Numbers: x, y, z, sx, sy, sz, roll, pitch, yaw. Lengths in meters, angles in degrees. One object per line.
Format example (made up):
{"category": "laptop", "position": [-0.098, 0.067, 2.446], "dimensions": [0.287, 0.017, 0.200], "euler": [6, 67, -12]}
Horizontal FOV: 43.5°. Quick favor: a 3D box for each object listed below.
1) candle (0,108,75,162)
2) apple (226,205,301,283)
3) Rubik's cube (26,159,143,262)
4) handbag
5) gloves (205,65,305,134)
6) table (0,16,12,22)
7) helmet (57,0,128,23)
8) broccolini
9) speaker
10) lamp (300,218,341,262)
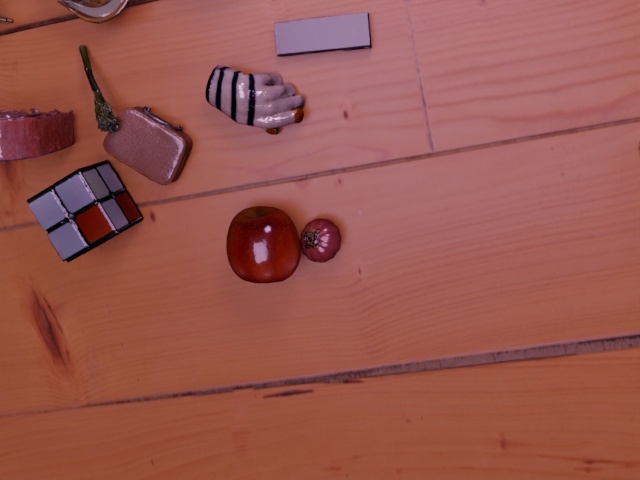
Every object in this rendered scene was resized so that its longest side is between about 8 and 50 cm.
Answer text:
{"category": "candle", "position": [-0.731, -0.250, 1.915], "dimensions": [0.317, 0.287, 0.131], "euler": [17, 113, 49]}
{"category": "apple", "position": [-0.134, 0.013, 1.899], "dimensions": [0.181, 0.181, 0.168], "euler": [0, 111, 9]}
{"category": "Rubik's cube", "position": [-0.568, -0.073, 1.948], "dimensions": [0.167, 0.183, 0.180], "euler": [-28, 95, 15]}
{"category": "handbag", "position": [-0.412, -0.235, 1.944], "dimensions": [0.193, 0.072, 0.151], "euler": [34, 105, 2]}
{"category": "gloves", "position": [-0.147, -0.323, 1.857], "dimensions": [0.219, 0.131, 0.140], "euler": [24, 108, 12]}
{"category": "table", "position": [-0.796, -0.618, 1.899], "dimensions": [0.111, 0.121, 0.240], "euler": [2, 104, -10]}
{"category": "helmet", "position": [-0.519, -0.621, 1.845], "dimensions": [0.198, 0.130, 0.224], "euler": [-22, 108, 17]}
{"category": "broccolini", "position": [-0.539, -0.362, 1.914], "dimensions": [0.051, 0.054, 0.239], "euler": [-19, 76, -18]}
{"category": "speaker", "position": [0.006, -0.470, 1.840], "dimensions": [0.218, 0.044, 0.082], "euler": [-4, 102, 10]}
{"category": "lamp", "position": [0.000, 0.000, 1.921], "dimensions": [0.108, 0.092, 0.107], "euler": [-7, 78, 38]}
